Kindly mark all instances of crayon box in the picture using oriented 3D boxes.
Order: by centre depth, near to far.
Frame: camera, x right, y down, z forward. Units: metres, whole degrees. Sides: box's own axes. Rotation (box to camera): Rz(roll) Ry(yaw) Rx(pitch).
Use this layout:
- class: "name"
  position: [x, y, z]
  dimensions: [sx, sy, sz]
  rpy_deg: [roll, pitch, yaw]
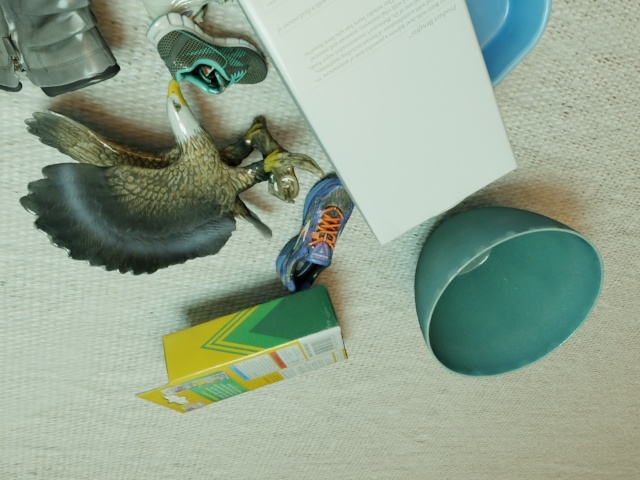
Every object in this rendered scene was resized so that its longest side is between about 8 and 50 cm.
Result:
- class: "crayon box"
  position: [-0.122, 0.192, 0.786]
  dimensions: [0.322, 0.083, 0.203]
  rpy_deg: [-18, 152, -3]

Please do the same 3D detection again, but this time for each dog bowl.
- class: "dog bowl"
  position: [0.182, -0.258, 0.630]
  dimensions: [0.165, 0.074, 0.297]
  rpy_deg: [35, 109, -30]

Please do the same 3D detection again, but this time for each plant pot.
- class: "plant pot"
  position: [0.277, 0.057, 0.778]
  dimensions: [0.289, 0.195, 0.291]
  rpy_deg: [-7, 123, -10]

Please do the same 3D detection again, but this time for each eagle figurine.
- class: "eagle figurine"
  position: [-0.183, -0.082, 0.574]
  dimensions: [0.298, 0.226, 0.226]
  rpy_deg: [-21, 89, -20]

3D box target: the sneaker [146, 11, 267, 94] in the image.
- class: "sneaker"
  position: [-0.125, -0.205, 0.553]
  dimensions: [0.065, 0.076, 0.166]
  rpy_deg: [-34, 163, 36]

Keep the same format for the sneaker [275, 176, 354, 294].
- class: "sneaker"
  position: [0.000, 0.000, 0.739]
  dimensions: [0.083, 0.087, 0.221]
  rpy_deg: [15, 117, -23]

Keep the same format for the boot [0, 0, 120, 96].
- class: "boot"
  position: [-0.245, -0.264, 0.446]
  dimensions: [0.337, 0.118, 0.223]
  rpy_deg: [7, 129, 27]

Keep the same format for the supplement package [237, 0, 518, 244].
- class: "supplement package"
  position: [0.058, -0.179, 0.501]
  dimensions: [0.177, 0.175, 0.293]
  rpy_deg: [-30, 122, 6]

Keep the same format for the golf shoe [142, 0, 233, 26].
- class: "golf shoe"
  position: [-0.129, -0.310, 0.526]
  dimensions: [0.176, 0.069, 0.086]
  rpy_deg: [-30, 118, 5]
